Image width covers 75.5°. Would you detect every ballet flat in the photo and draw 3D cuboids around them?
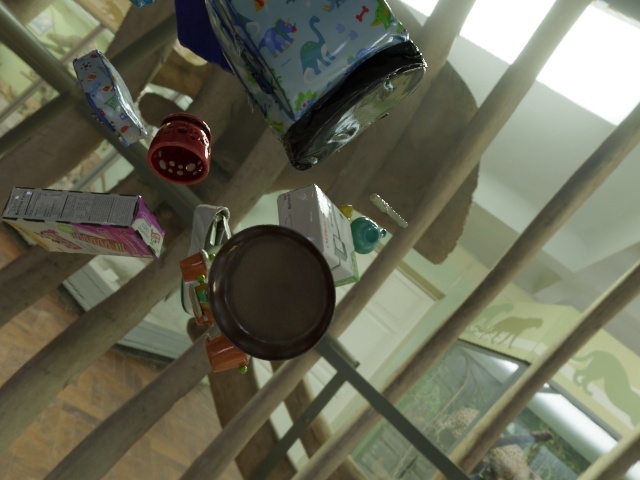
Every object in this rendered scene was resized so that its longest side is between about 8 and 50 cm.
[{"bbox_3d":[-0.357,0.042,1.327,0.139,0.139,0.400,52,28,-51],"label":"ballet flat"}]

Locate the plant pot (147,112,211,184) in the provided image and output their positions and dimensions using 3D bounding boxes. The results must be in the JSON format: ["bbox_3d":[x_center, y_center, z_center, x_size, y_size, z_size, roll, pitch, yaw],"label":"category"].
[{"bbox_3d":[-0.453,-0.308,1.353,0.191,0.191,0.174,53,29,-53],"label":"plant pot"}]

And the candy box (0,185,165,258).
[{"bbox_3d":[-0.448,-0.029,0.807,0.233,0.071,0.159,4,-24,0],"label":"candy box"}]

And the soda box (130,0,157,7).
[{"bbox_3d":[-0.528,-0.786,1.169,0.071,0.067,0.210,40,-31,13],"label":"soda box"}]

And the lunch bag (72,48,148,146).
[{"bbox_3d":[-0.705,-0.472,1.405,0.303,0.114,0.243,61,-7,25],"label":"lunch bag"}]

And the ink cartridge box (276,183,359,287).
[{"bbox_3d":[0.000,0.000,1.128,0.273,0.114,0.199,39,38,-60],"label":"ink cartridge box"}]

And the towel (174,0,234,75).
[{"bbox_3d":[-0.328,-0.674,1.319,0.308,0.076,0.228,32,-39,13],"label":"towel"}]

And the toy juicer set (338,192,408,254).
[{"bbox_3d":[0.140,-0.049,1.461,0.209,0.329,0.089,58,-23,-14],"label":"toy juicer set"}]

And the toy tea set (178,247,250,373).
[{"bbox_3d":[-0.262,0.182,1.074,0.200,0.124,0.336,7,-68,68],"label":"toy tea set"}]

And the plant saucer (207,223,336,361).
[{"bbox_3d":[-0.110,0.117,0.946,0.310,0.311,0.050,42,14,10],"label":"plant saucer"}]

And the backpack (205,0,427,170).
[{"bbox_3d":[-0.034,-0.350,0.683,0.356,0.290,0.273,55,-1,11],"label":"backpack"}]
